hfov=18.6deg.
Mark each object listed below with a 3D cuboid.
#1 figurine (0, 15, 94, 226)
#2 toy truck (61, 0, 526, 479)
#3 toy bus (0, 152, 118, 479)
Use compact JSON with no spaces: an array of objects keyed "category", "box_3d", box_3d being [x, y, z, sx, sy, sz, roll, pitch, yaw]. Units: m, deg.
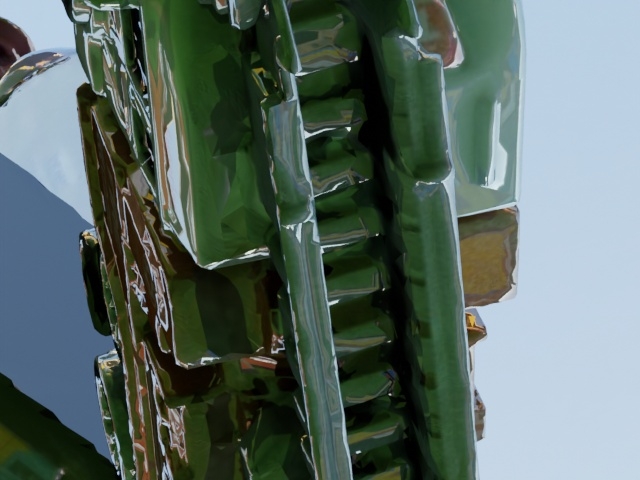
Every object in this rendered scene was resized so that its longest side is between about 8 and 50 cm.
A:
[{"category":"figurine","box_3d":[-0.335,-0.101,1.339,0.388,0.248,0.277,33,-31,27]},{"category":"toy truck","box_3d":[0.000,0.000,0.601,0.184,0.133,0.338,-117,-161,-49]},{"category":"toy bus","box_3d":[-0.207,0.066,1.107,0.386,0.171,0.162,40,-54,-10]}]
